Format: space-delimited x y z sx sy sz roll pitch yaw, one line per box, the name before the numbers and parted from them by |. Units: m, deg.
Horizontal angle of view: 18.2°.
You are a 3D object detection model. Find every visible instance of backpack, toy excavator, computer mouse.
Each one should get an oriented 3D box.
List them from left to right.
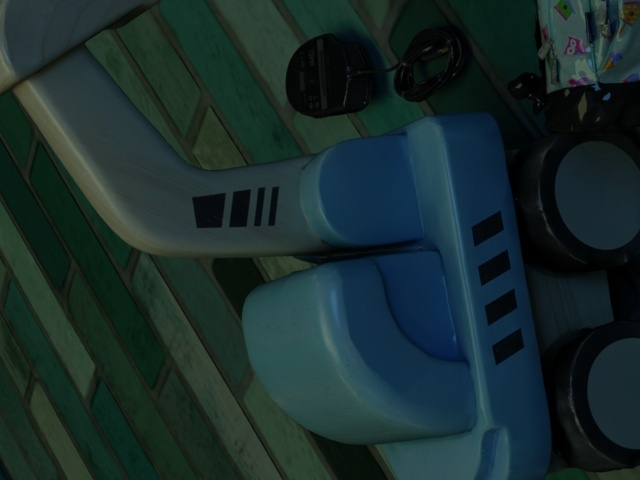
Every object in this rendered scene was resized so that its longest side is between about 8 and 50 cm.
toy excavator | 0.000 0.000 1.422 0.222 0.445 0.433 -18 81 62
computer mouse | 0.049 -0.143 1.673 0.242 0.041 0.071 -2 90 55
backpack | 0.205 -0.164 1.285 0.115 0.152 0.182 4 100 54
